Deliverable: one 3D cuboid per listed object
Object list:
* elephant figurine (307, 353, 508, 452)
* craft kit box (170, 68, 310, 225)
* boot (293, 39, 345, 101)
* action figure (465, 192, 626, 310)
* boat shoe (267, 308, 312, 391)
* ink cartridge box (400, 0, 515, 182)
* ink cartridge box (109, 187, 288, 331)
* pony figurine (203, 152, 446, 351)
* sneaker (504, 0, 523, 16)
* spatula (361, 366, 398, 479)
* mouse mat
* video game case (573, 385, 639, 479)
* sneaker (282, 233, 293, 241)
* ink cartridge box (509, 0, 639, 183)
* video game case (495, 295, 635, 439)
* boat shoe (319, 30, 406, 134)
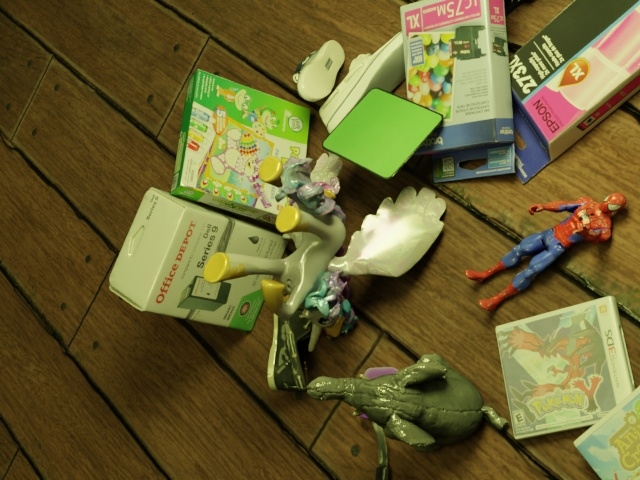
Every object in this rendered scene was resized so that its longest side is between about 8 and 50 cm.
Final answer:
[{"bbox_3d":[0.135,0.259,1.525,0.186,0.239,0.169,-41,56,24],"label":"elephant figurine"},{"bbox_3d":[-0.146,-0.170,1.837,0.061,0.246,0.250,-28,51,53],"label":"craft kit box"},{"bbox_3d":[-0.018,-0.311,1.866,0.086,0.069,0.190,-26,21,37],"label":"boot"},{"bbox_3d":[0.338,0.003,1.498,0.280,0.139,0.092,-36,60,25],"label":"action figure"},{"bbox_3d":[-0.044,0.166,1.811,0.079,0.084,0.233,-1,77,22],"label":"boat shoe"},{"bbox_3d":[0.230,-0.258,1.635,0.185,0.065,0.311,-4,94,47],"label":"ink cartridge box"},{"bbox_3d":[-0.227,0.043,1.844,0.121,0.289,0.211,27,97,40],"label":"ink cartridge box"},{"bbox_3d":[0.000,0.000,1.661,0.302,0.363,0.351,23,82,34],"label":"pony figurine"},{"bbox_3d":[0.322,-0.478,1.655,0.146,0.102,0.294,32,107,40],"label":"sneaker"},{"bbox_3d":[0.104,0.364,1.662,0.084,0.030,0.297,-10,73,35],"label":"spatula"},{"bbox_3d":[0.104,-0.186,1.660,0.153,0.007,0.189,-48,46,-10],"label":"mouse mat"},{"bbox_3d":[0.492,0.295,1.351,0.212,0.023,0.193,-47,61,21],"label":"video game case"},{"bbox_3d":[-0.020,-0.033,1.855,0.118,0.042,0.067,-6,79,30],"label":"sneaker"},{"bbox_3d":[0.413,-0.275,1.553,0.371,0.069,0.176,-43,56,26],"label":"ink cartridge box"},{"bbox_3d":[0.374,0.198,1.488,0.201,0.023,0.184,-21,66,34],"label":"video game case"},{"bbox_3d":[0.087,-0.305,1.802,0.258,0.095,0.084,-46,59,20],"label":"boat shoe"}]
